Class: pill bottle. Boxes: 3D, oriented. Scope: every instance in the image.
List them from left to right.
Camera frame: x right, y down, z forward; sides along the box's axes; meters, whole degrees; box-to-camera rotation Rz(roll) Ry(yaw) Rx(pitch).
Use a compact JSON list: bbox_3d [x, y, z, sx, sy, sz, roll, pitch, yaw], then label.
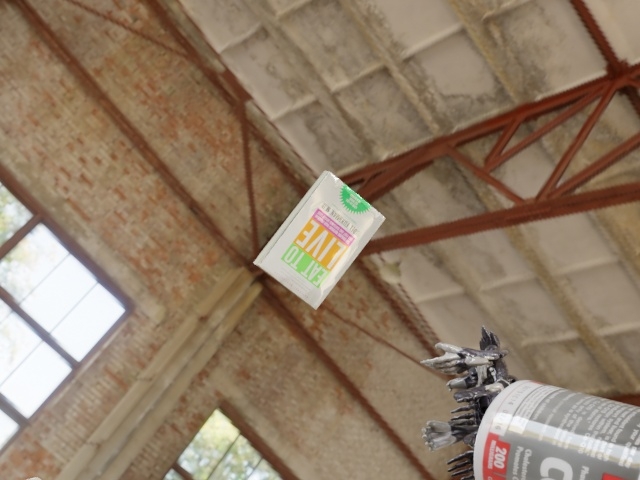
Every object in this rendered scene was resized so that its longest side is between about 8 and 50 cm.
[{"bbox_3d":[0.326,0.259,0.983,0.283,0.161,0.161,8,-43,45],"label":"pill bottle"}]

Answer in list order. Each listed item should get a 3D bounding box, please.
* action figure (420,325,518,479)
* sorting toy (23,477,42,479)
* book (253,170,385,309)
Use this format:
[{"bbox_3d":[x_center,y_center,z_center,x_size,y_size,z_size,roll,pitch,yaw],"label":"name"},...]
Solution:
[{"bbox_3d":[0.205,0.216,1.242,0.141,0.275,0.164,-4,-82,10],"label":"action figure"},{"bbox_3d":[-0.397,0.351,1.055,0.208,0.193,0.038,34,-58,49],"label":"sorting toy"},{"bbox_3d":[0.000,0.000,1.108,0.096,0.144,0.035,38,-6,-17],"label":"book"}]
